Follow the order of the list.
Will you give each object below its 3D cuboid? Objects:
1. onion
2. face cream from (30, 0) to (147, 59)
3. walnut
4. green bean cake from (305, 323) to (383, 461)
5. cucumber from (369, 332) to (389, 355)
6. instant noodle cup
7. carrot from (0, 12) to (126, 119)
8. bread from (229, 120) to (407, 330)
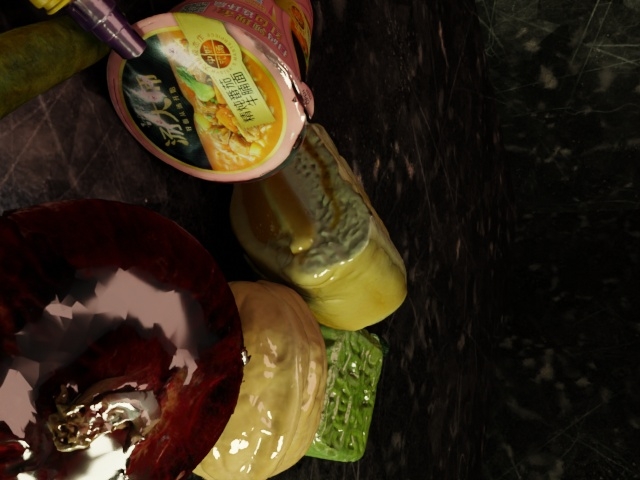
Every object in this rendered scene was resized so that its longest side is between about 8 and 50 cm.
[{"bbox_3d":[-0.200,0.110,0.521,0.313,0.232,0.314,0,89,-41],"label":"onion"},{"bbox_3d":[-0.270,-0.276,0.535,0.273,0.078,0.078,46,48,-35],"label":"face cream"},{"bbox_3d":[-0.096,0.180,0.749,0.225,0.224,0.261,18,75,-60],"label":"walnut"},{"bbox_3d":[0.019,0.260,1.050,0.222,0.124,0.248,43,52,-53],"label":"green bean cake"},{"bbox_3d":[0.129,0.243,1.341,0.105,0.048,0.048,35,58,-61],"label":"cucumber"},{"bbox_3d":[-0.111,-0.240,0.757,0.255,0.243,0.244,-76,149,-41],"label":"instant noodle cup"},{"bbox_3d":[-0.292,-0.159,0.554,0.359,0.074,0.074,-59,138,-46],"label":"carrot"},{"bbox_3d":[0.000,0.000,0.939,0.341,0.210,0.301,45,18,-59],"label":"bread"}]
